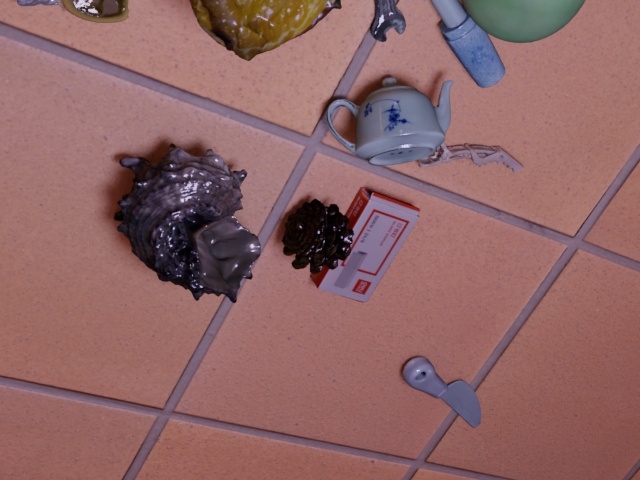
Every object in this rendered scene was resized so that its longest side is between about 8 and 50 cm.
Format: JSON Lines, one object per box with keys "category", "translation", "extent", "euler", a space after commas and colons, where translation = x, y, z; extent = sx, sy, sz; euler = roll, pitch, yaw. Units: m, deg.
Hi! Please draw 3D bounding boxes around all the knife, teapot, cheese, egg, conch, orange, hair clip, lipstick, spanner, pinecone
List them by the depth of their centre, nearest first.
{"category": "orange", "translation": [-0.058, -0.460, 1.344], "extent": [0.369, 0.210, 0.271], "euler": [-42, 150, 13]}
{"category": "cheese", "translation": [-0.371, -0.369, 1.411], "extent": [0.162, 0.036, 0.086], "euler": [-5, 123, -17]}
{"category": "egg", "translation": [0.325, -0.448, 1.486], "extent": [0.220, 0.220, 0.269], "euler": [-8, 119, -14]}
{"category": "spanner", "translation": [0.094, -0.463, 1.523], "extent": [0.071, 0.017, 0.302], "euler": [-19, 126, -6]}
{"category": "lipstick", "translation": [0.231, -0.375, 1.601], "extent": [0.068, 0.061, 0.274], "euler": [-36, 128, 9]}
{"category": "conch", "translation": [-0.217, -0.035, 1.625], "extent": [0.241, 0.186, 0.313], "euler": [-32, 109, -4]}
{"category": "teapot", "translation": [0.126, -0.214, 1.639], "extent": [0.232, 0.159, 0.159], "euler": [-9, 126, -1]}
{"category": "pinecone", "translation": [0.000, -0.002, 1.730], "extent": [0.121, 0.140, 0.140], "euler": [23, 114, -47]}
{"category": "hair clip", "translation": [0.295, -0.167, 1.784], "extent": [0.226, 0.034, 0.072], "euler": [2, 121, -21]}
{"category": "knife", "translation": [0.295, 0.344, 2.136], "extent": [0.080, 0.044, 0.331], "euler": [-47, 131, 6]}

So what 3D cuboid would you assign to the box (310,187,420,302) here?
{"category": "box", "translation": [0.087, 0.008, 1.820], "extent": [0.123, 0.050, 0.229], "euler": [17, 116, -29]}
